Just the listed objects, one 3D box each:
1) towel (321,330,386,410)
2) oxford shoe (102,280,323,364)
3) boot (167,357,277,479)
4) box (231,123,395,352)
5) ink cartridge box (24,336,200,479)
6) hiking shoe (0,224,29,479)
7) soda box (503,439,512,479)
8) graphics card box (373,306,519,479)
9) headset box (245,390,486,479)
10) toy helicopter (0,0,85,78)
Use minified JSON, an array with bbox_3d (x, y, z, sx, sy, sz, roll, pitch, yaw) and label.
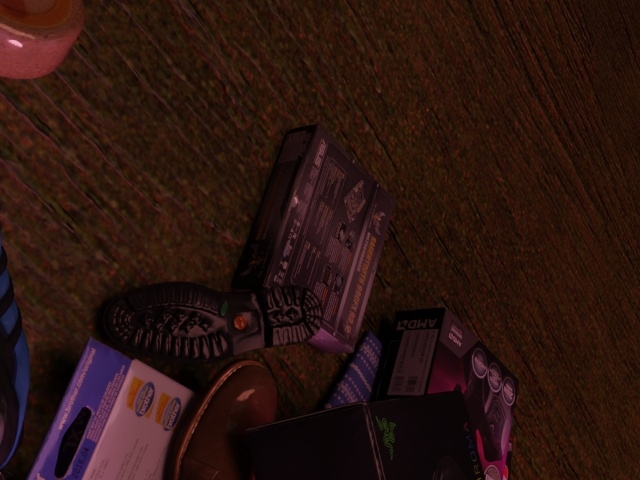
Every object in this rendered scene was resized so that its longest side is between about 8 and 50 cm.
[{"bbox_3d":[0.044,0.319,1.045,0.243,0.040,0.336,60,44,-25],"label":"towel"},{"bbox_3d":[-0.118,0.090,0.837,0.227,0.096,0.082,5,77,-29],"label":"oxford shoe"},{"bbox_3d":[-0.083,0.255,0.741,0.112,0.115,0.305,40,56,-38],"label":"boot"},{"bbox_3d":[0.000,0.000,1.004,0.183,0.056,0.231,40,57,-41],"label":"box"},{"bbox_3d":[-0.159,0.240,0.784,0.311,0.065,0.185,43,55,-41],"label":"ink cartridge box"},{"bbox_3d":[-0.296,0.042,0.630,0.132,0.113,0.304,101,-19,-72],"label":"hiking shoe"},{"bbox_3d":[0.262,0.397,1.269,0.053,0.060,0.168,23,69,-45],"label":"soda box"},{"bbox_3d":[0.154,0.304,1.078,0.233,0.094,0.370,43,51,-36],"label":"graphics card box"},{"bbox_3d":[0.064,0.281,0.776,0.283,0.131,0.246,16,59,-61],"label":"headset box"},{"bbox_3d":[-0.243,-0.241,0.451,0.355,0.140,0.235,54,35,3],"label":"toy helicopter"}]
